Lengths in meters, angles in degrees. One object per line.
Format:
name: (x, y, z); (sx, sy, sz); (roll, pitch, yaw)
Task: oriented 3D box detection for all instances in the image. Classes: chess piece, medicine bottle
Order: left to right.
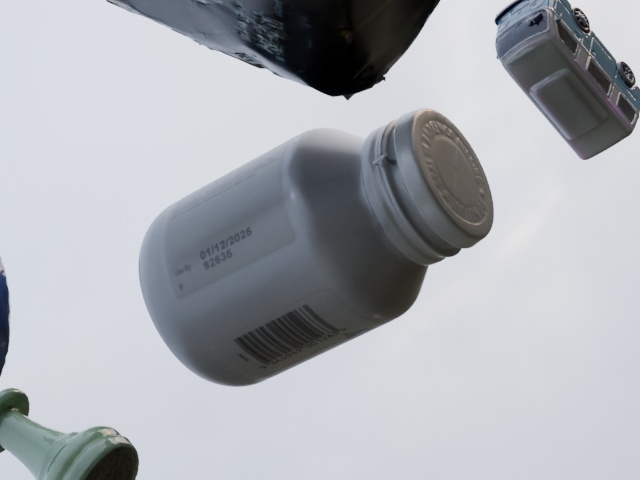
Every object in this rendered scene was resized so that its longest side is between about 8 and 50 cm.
chess piece: (-0.116, 0.074, 0.719); (0.042, 0.093, 0.042); (-43, -33, -36)
medicine bottle: (0.000, 0.000, 1.224); (0.215, 0.135, 0.135); (-27, -3, 28)

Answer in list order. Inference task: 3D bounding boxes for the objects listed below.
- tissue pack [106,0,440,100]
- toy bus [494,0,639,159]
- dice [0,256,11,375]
tissue pack: (-0.035, -0.304, 1.053); (0.253, 0.264, 0.416); (-59, -14, -21)
toy bus: (0.183, -0.123, 1.402); (0.060, 0.123, 0.075); (-31, 22, 30)
dice: (-0.368, 0.066, 1.725); (0.146, 0.146, 0.143); (-4, -47, -24)
